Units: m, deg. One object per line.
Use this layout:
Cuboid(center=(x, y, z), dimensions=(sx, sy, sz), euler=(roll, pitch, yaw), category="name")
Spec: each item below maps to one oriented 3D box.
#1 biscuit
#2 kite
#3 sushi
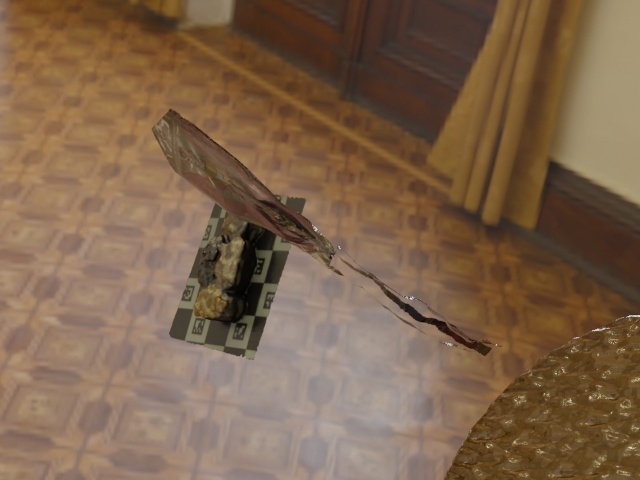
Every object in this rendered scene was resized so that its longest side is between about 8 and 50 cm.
Cuboid(center=(0.184, 0.143, 0.728), dimensions=(0.262, 0.037, 0.262), euler=(-33, 23, 16), category="biscuit")
Cuboid(center=(-0.002, 0.003, 1.037), dimensions=(0.360, 0.022, 0.204), euler=(33, -12, 3), category="kite")
Cuboid(center=(-0.128, 0.030, 1.503), dimensions=(0.050, 0.215, 0.192), euler=(25, -11, -40), category="sushi")
